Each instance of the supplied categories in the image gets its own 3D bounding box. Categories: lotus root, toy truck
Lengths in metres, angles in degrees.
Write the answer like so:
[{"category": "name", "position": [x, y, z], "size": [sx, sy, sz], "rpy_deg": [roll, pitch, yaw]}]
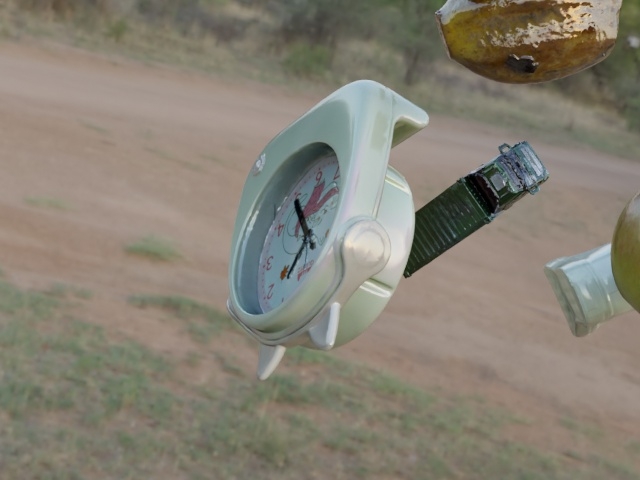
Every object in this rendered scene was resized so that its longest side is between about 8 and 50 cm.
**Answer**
[{"category": "lotus root", "position": [0.330, -0.342, 1.908], "size": [0.290, 0.193, 0.193], "rpy_deg": [-5, 13, -8]}, {"category": "toy truck", "position": [0.223, -0.051, 1.824], "size": [0.088, 0.259, 0.121], "rpy_deg": [56, 39, 4]}]

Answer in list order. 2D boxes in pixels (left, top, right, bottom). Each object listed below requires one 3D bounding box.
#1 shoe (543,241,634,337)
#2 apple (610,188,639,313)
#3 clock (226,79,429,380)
[{"category": "shoe", "position": [0.444, 0.062, 1.820], "size": [0.160, 0.132, 0.363], "rpy_deg": [-23, -8, 4]}, {"category": "apple", "position": [0.479, 0.033, 1.492], "size": [0.261, 0.194, 0.261], "rpy_deg": [39, 10, -8]}, {"category": "clock", "position": [0.000, 0.000, 1.338], "size": [0.108, 0.324, 0.265], "rpy_deg": [25, -33, -28]}]
